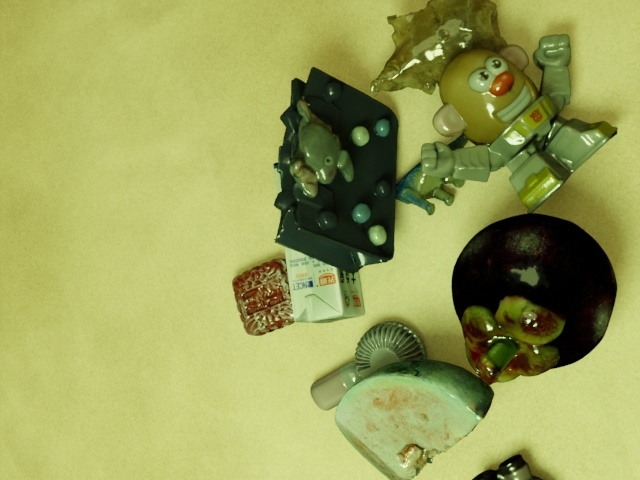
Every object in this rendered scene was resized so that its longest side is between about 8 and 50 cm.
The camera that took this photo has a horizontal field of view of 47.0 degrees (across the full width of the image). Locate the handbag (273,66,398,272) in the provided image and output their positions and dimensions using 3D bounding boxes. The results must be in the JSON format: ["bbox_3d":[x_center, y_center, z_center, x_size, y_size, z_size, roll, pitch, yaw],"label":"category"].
[{"bbox_3d":[0.027,-0.128,1.304,0.118,0.269,0.325,-20,60,44],"label":"handbag"}]

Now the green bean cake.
[{"bbox_3d":[-0.105,0.115,1.483,0.135,0.056,0.135,-23,76,17],"label":"green bean cake"}]

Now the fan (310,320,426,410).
[{"bbox_3d":[0.084,0.246,1.388,0.244,0.074,0.130,-32,85,22],"label":"fan"}]

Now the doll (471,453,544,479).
[{"bbox_3d":[0.362,0.490,1.219,0.182,0.117,0.257,-32,71,11],"label":"doll"}]

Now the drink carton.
[{"bbox_3d":[0.000,0.000,1.412,0.107,0.131,0.314,-12,79,23],"label":"drink carton"}]

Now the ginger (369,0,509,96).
[{"bbox_3d":[0.211,-0.350,1.365,0.270,0.123,0.219,-42,88,18],"label":"ginger"}]

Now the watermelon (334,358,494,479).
[{"bbox_3d":[0.158,0.274,1.260,0.188,0.175,0.322,45,131,6],"label":"watermelon"}]

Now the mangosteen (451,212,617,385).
[{"bbox_3d":[0.321,0.107,1.169,0.275,0.274,0.302,21,52,23],"label":"mangosteen"}]

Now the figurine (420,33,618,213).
[{"bbox_3d":[0.325,-0.208,1.257,0.343,0.167,0.285,-37,79,-31],"label":"figurine"}]

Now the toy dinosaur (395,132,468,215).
[{"bbox_3d":[0.179,-0.139,1.392,0.188,0.075,0.247,28,98,37],"label":"toy dinosaur"}]
